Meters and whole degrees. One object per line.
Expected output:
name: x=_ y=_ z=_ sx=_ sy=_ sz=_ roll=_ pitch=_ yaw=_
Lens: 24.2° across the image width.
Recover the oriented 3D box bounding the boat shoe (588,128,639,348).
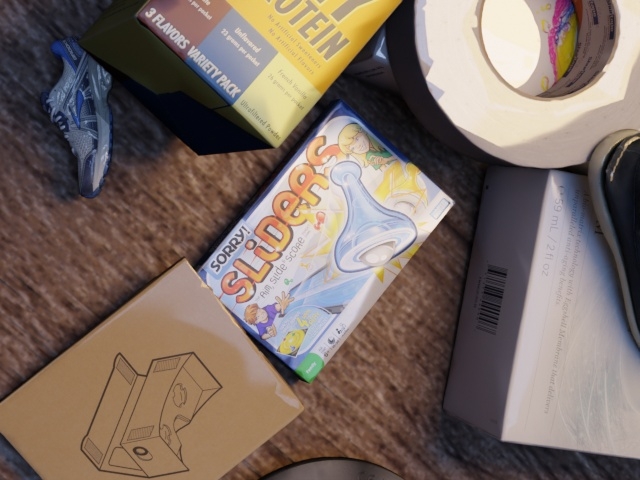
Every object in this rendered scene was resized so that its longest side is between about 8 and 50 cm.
boat shoe: x=0.289 y=0.029 z=1.153 sx=0.095 sy=0.079 sz=0.254 roll=-28 pitch=111 yaw=-15

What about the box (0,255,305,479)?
box: x=-0.138 y=0.137 z=1.205 sx=0.201 sy=0.021 sz=0.164 roll=-39 pitch=102 yaw=-3

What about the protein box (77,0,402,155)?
protein box: x=-0.048 y=-0.183 z=1.112 sx=0.136 sy=0.200 sz=0.201 roll=43 pitch=77 yaw=-17

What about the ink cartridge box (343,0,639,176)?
ink cartridge box: x=0.183 y=-0.188 z=1.263 sx=0.278 sy=0.117 sz=0.201 roll=21 pitch=86 yaw=-16

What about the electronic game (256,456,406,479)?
electronic game: x=0.003 y=0.293 z=1.252 sx=0.229 sy=0.048 sz=0.229 roll=-2 pitch=99 yaw=-15

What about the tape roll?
tape roll: x=0.165 y=-0.165 z=1.159 sx=0.219 sy=0.072 sz=0.219 roll=-1 pitch=95 yaw=-16

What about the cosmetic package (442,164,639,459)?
cosmetic package: x=0.249 y=0.064 z=1.270 sx=0.225 sy=0.138 sz=0.224 roll=9 pitch=92 yaw=-17

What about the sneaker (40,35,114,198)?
sneaker: x=-0.195 y=-0.100 z=1.196 sx=0.058 sy=0.052 sz=0.135 roll=0 pitch=83 yaw=-6

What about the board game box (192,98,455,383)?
board game box: x=0.000 y=0.000 z=1.255 sx=0.136 sy=0.035 sz=0.201 roll=41 pitch=80 yaw=-13
